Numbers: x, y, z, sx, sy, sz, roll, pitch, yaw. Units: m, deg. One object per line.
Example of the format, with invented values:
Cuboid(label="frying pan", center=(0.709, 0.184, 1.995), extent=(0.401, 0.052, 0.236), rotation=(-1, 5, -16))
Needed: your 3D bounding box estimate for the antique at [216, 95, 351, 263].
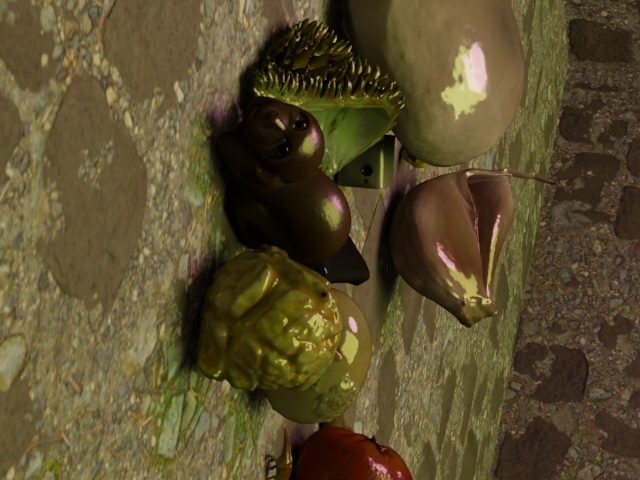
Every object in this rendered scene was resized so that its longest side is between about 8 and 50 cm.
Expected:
Cuboid(label="antique", center=(-0.040, -0.073, 1.570), extent=(0.121, 0.143, 0.257), rotation=(-52, 145, -37))

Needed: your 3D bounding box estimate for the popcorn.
Cuboid(label="popcorn", center=(-0.058, 0.101, 1.536), extent=(0.187, 0.185, 0.167), rotation=(-36, 148, -78))

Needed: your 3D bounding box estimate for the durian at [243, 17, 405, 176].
Cuboid(label="durian", center=(-0.015, -0.197, 1.752), extent=(0.198, 0.163, 0.394), rotation=(-47, 163, 14))

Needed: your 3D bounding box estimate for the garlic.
Cuboid(label="garlic", center=(0.258, -0.037, 2.370), extent=(0.340, 0.246, 0.231), rotation=(-62, 145, -15))

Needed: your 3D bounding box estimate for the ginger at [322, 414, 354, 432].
Cuboid(label="ginger", center=(0.025, 0.275, 2.059), extent=(0.069, 0.051, 0.173), rotation=(-51, 148, -50))

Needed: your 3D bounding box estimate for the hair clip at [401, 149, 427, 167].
Cuboid(label="hair clip", center=(0.197, -0.203, 2.404), extent=(0.046, 0.072, 0.173), rotation=(72, 21, -46))

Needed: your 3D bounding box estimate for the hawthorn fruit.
Cuboid(label="hawthorn fruit", center=(0.039, 0.410, 1.937), extent=(0.225, 0.196, 0.196), rotation=(-67, 162, 1))

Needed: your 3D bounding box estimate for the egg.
Cuboid(label="egg", center=(-0.008, 0.160, 1.729), extent=(0.164, 0.164, 0.201), rotation=(-35, 143, -67))

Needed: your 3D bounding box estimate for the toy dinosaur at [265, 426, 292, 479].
Cuboid(label="toy dinosaur", center=(-0.060, 0.321, 1.819), extent=(0.026, 0.041, 0.113), rotation=(-36, 125, -62))

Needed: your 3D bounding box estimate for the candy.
Cuboid(label="candy", center=(0.191, -0.348, 1.981), extent=(0.386, 0.186, 0.427), rotation=(-43, 110, -52))

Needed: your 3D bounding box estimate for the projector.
Cuboid(label="projector", center=(0.074, -0.130, 2.008), extent=(0.083, 0.083, 0.082), rotation=(-27, 121, -68))

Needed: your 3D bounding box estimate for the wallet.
Cuboid(label="wallet", center=(0.000, 0.000, 1.807), extent=(0.149, 0.044, 0.250), rotation=(61, 15, 9))
